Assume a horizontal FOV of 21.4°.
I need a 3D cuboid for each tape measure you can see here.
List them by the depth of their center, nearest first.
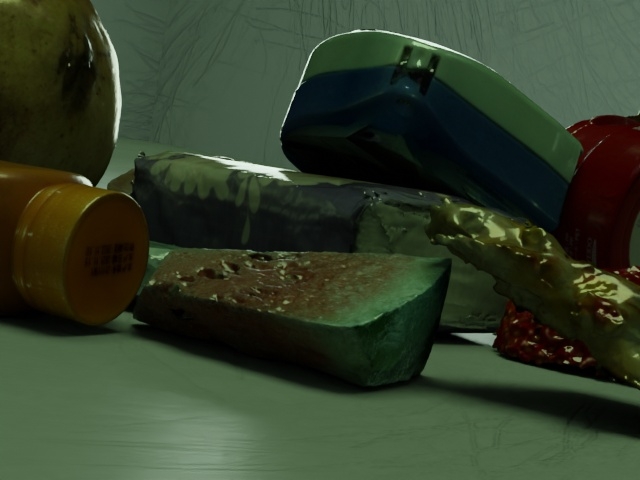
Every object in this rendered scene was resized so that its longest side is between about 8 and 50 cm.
[{"bbox_3d":[0.098,-0.104,1.707,0.259,0.138,0.262,35,-15,-36],"label":"tape measure"}]

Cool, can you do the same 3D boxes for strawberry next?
[{"bbox_3d":[0.301,0.069,1.484,0.286,0.106,0.188,8,4,-7],"label":"strawberry"}]

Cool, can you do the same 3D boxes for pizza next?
[{"bbox_3d":[0.212,0.056,1.249,0.297,0.071,0.189,31,7,18],"label":"pizza"}]

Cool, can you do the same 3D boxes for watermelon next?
[{"bbox_3d":[-0.037,0.054,1.270,0.241,0.094,0.154,10,15,24],"label":"watermelon"}]

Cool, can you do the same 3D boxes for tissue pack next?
[{"bbox_3d":[0.000,0.000,1.595,0.242,0.125,0.343,7,4,-43],"label":"tissue pack"}]

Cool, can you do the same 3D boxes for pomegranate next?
[{"bbox_3d":[-0.331,-0.129,1.557,0.322,0.322,0.322,9,5,-1],"label":"pomegranate"}]

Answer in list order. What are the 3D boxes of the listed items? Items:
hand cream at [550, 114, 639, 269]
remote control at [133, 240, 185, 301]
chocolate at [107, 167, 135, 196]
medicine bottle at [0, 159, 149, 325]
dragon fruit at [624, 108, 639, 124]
[{"bbox_3d":[0.329,-0.012,1.774,0.230,0.230,0.149,5,10,-35],"label":"hand cream"},{"bbox_3d":[-0.175,0.021,1.493,0.104,0.052,0.247,7,3,-31],"label":"remote control"},{"bbox_3d":[-0.118,-0.028,1.949,0.261,0.083,0.161,11,23,30],"label":"chocolate"},{"bbox_3d":[-0.249,-0.006,1.298,0.222,0.112,0.149,12,6,30],"label":"medicine bottle"},{"bbox_3d":[0.387,-0.032,2.172,0.224,0.227,0.224,4,-32,2],"label":"dragon fruit"}]
